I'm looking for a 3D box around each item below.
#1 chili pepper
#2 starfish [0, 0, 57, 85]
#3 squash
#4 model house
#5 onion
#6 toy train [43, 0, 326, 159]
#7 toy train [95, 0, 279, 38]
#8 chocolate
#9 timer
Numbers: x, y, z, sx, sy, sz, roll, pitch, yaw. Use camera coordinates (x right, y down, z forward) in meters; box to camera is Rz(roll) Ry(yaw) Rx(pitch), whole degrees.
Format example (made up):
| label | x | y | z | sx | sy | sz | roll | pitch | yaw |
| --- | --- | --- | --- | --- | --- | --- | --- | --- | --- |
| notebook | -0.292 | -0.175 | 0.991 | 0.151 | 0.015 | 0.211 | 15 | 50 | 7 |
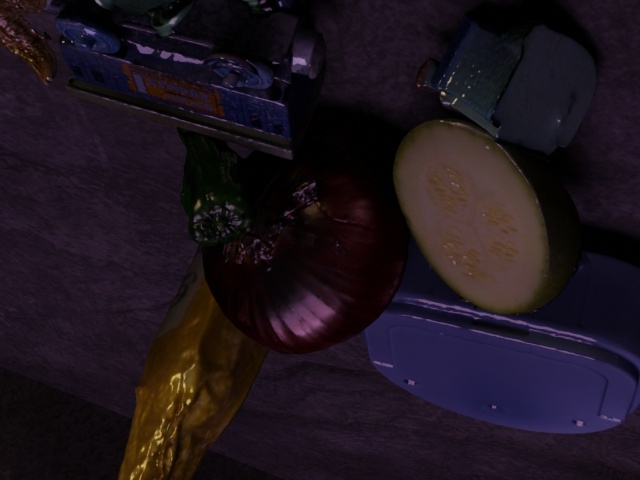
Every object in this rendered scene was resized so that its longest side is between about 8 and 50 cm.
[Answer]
| label | x | y | z | sx | sy | sz | roll | pitch | yaw |
| --- | --- | --- | --- | --- | --- | --- | --- | --- | --- |
| chili pepper | -0.126 | -0.093 | 1.524 | 0.083 | 0.253 | 0.099 | -15 | 139 | -5 |
| starfish | -0.352 | -0.248 | 1.357 | 0.235 | 0.062 | 0.277 | 50 | 154 | -22 |
| squash | 0.163 | -0.018 | 1.456 | 0.189 | 0.189 | 0.260 | 6 | 177 | 26 |
| model house | 0.168 | -0.162 | 1.329 | 0.149 | 0.119 | 0.148 | 30 | -167 | 39 |
| onion | 0.000 | 0.000 | 1.620 | 0.273 | 0.273 | 0.285 | 1 | 177 | 34 |
| toy train | -0.136 | -0.203 | 1.418 | 0.300 | 0.131 | 0.202 | 17 | 162 | 9 |
| toy train | -0.096 | -0.269 | 1.191 | 0.115 | 0.154 | 0.269 | 35 | 151 | -33 |
| chocolate | -0.140 | 0.146 | 1.798 | 0.162 | 0.445 | 0.162 | 19 | 155 | 9 |
| timer | 0.245 | 0.114 | 1.782 | 0.395 | 0.173 | 0.395 | 14 | 156 | 6 |
